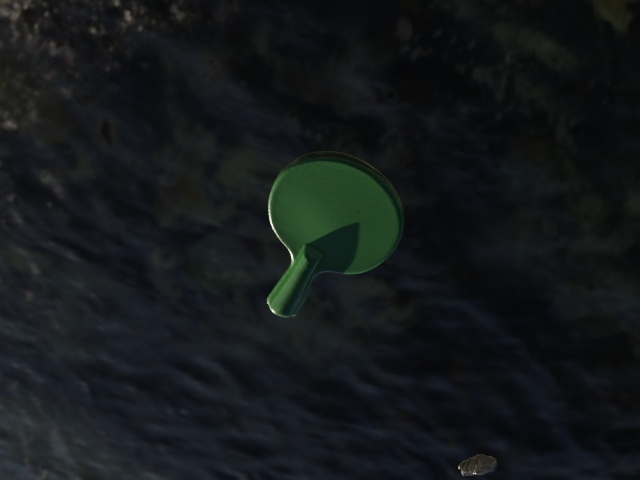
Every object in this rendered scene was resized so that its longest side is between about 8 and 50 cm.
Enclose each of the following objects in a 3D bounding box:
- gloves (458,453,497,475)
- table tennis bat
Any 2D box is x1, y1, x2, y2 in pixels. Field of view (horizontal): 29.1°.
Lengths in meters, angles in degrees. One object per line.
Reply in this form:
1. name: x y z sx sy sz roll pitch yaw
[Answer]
1. gloves: 0.265 0.377 2.064 0.081 0.037 0.044 -2 130 -39
2. table tennis bat: 0.000 0.000 1.455 0.160 0.039 0.257 29 128 -1
